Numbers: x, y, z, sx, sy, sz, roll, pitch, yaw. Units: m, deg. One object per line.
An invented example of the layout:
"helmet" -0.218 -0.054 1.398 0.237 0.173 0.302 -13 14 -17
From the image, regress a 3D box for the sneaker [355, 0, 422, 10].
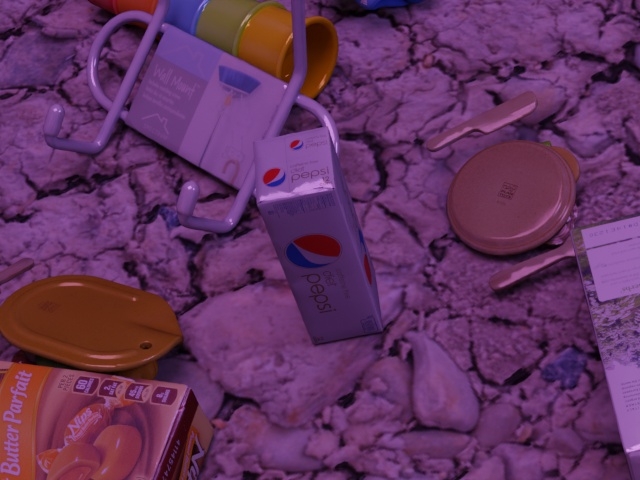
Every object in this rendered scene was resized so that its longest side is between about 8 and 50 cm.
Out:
"sneaker" 0.094 -0.317 1.807 0.240 0.091 0.126 -37 85 -29

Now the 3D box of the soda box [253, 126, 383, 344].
"soda box" 0.000 0.000 1.487 0.069 0.216 0.074 -11 52 6

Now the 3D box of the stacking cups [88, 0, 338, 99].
"stacking cups" -0.128 -0.242 1.789 0.316 0.096 0.096 28 65 32

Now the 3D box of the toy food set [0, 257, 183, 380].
"toy food set" -0.230 0.094 1.586 0.218 0.071 0.128 16 35 24

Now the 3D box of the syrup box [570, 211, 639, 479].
"syrup box" 0.280 0.095 1.409 0.093 0.096 0.237 -14 51 8

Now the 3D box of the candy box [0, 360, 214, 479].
"candy box" -0.273 0.205 1.491 0.316 0.087 0.183 6 55 20

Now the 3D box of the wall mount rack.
"wall mount rack" -0.123 -0.186 1.658 0.350 0.130 0.304 30 100 33

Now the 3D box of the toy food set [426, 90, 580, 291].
"toy food set" 0.184 -0.038 1.585 0.132 0.038 0.192 -24 55 6
